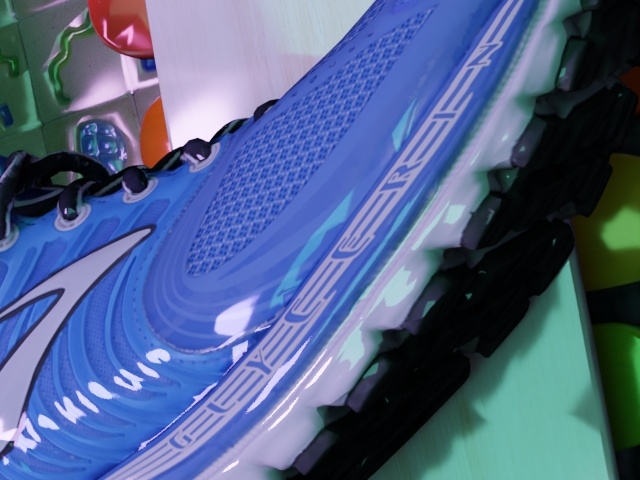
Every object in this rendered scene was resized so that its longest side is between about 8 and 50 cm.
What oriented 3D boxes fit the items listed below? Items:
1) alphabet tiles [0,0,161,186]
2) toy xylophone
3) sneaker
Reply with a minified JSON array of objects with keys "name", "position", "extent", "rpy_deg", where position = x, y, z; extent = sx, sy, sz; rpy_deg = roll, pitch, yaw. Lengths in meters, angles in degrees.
[{"name":"alphabet tiles","position":[-0.107,0.001,0.652],"extent":[0.198,0.009,0.237],"rpy_deg":[-17,83,24]},{"name":"toy xylophone","position":[0.000,0.000,0.558],"extent":[0.236,0.081,0.322],"rpy_deg":[-3,89,20]},{"name":"sneaker","position":[-0.050,0.017,0.465],"extent":[0.147,0.130,0.330],"rpy_deg":[46,104,12]}]
